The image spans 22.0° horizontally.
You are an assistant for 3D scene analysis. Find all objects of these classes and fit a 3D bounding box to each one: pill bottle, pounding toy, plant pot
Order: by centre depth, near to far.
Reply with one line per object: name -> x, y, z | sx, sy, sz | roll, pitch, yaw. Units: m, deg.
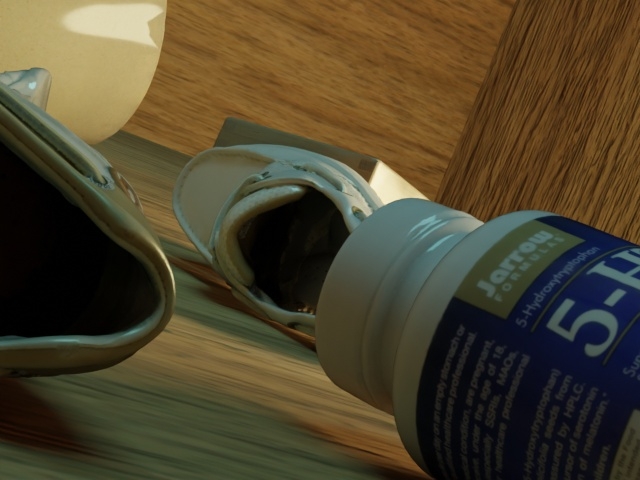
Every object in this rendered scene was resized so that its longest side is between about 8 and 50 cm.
pill bottle -> 0.092, 0.051, 0.600 | 0.187, 0.112, 0.112 | 24, 3, 38
pounding toy -> -0.005, -0.001, 1.151 | 0.181, 0.094, 0.206 | 18, -9, 33
plant pot -> -0.312, -0.202, 1.358 | 0.274, 0.256, 0.256 | -5, 22, -44

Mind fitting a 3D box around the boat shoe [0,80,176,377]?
boat shoe -> -0.165, -0.041, 0.398 | 0.302, 0.113, 0.103 | 21, -3, -37

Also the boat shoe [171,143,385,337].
boat shoe -> -0.017, -0.003, 0.943 | 0.096, 0.098, 0.277 | 21, 4, -40

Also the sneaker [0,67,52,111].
sneaker -> -0.242, -0.087, 1.128 | 0.094, 0.080, 0.212 | 10, 4, 0
